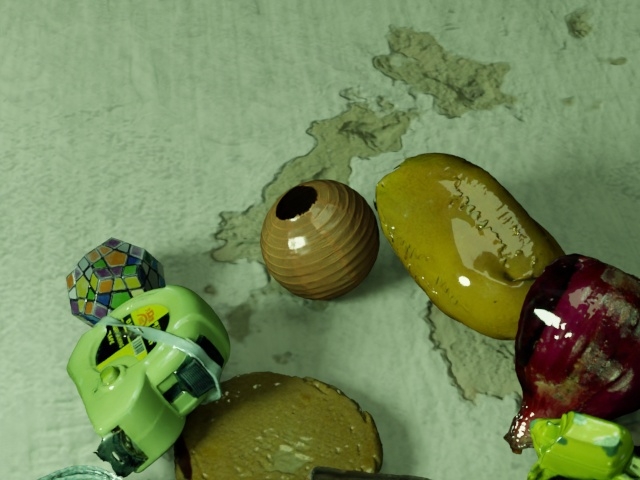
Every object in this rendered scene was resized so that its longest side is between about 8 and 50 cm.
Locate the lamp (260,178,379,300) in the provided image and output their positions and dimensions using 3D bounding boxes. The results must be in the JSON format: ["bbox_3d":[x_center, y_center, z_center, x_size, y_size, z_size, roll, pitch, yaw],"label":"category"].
[{"bbox_3d":[0.000,0.000,1.936,0.136,0.136,0.136,1,44,-1],"label":"lamp"}]

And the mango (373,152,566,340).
[{"bbox_3d":[0.162,0.010,1.908,0.248,0.151,0.156,43,39,12],"label":"mango"}]

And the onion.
[{"bbox_3d":[0.269,0.133,1.790,0.140,0.195,0.218,26,76,22],"label":"onion"}]

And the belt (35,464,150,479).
[{"bbox_3d":[-0.245,0.290,1.661,0.147,0.082,0.163,12,46,4],"label":"belt"}]

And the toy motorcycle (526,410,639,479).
[{"bbox_3d":[0.371,0.232,1.705,0.342,0.142,0.206,6,43,1],"label":"toy motorcycle"}]

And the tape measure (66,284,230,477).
[{"bbox_3d":[-0.174,0.131,1.787,0.175,0.106,0.200,-38,29,-4],"label":"tape measure"}]

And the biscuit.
[{"bbox_3d":[-0.042,0.220,1.768,0.226,0.042,0.226,2,42,-2],"label":"biscuit"}]

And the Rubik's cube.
[{"bbox_3d":[-0.221,0.052,1.897,0.093,0.111,0.111,-14,40,22],"label":"Rubik's cube"}]

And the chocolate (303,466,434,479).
[{"bbox_3d":[0.067,0.291,1.610,0.214,0.093,0.148,10,28,-37],"label":"chocolate"}]
